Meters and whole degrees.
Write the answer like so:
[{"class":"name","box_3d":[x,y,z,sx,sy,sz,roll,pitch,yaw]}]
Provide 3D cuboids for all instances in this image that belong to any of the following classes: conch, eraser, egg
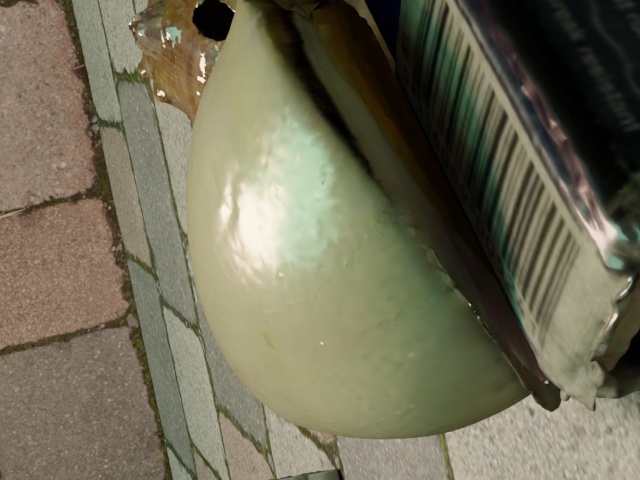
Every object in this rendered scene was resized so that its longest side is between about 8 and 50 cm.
[{"class":"conch","box_3d":[-0.019,-0.137,0.952,0.263,0.186,0.324,42,151,27]},{"class":"eraser","box_3d":[0.107,-0.088,0.666,0.155,0.101,0.332,97,156,-55]},{"class":"egg","box_3d":[0.002,0.004,0.760,0.286,0.174,0.264,51,-168,-41]}]

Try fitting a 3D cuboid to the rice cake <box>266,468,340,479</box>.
[{"class":"rice cake","box_3d":[-0.039,0.347,1.405,0.037,0.189,0.198,156,108,-76]}]
